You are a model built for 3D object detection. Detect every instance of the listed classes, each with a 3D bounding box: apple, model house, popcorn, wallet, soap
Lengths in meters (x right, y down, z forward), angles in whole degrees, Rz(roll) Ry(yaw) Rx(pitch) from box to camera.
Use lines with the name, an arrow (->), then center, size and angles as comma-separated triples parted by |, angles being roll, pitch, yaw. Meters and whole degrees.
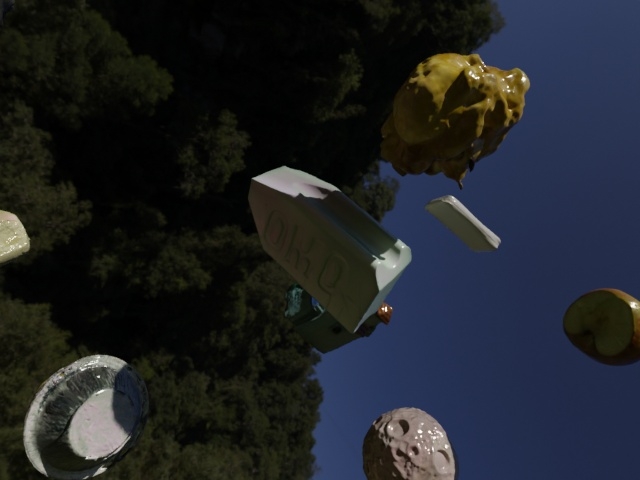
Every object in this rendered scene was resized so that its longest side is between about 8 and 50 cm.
apple -> 0.704, 0.213, 1.095 | 0.173, 0.160, 0.195 | -54, -152, 3
model house -> 0.088, 0.230, 1.654 | 0.330, 0.295, 0.251 | -24, -142, 26
popcorn -> 0.216, -0.214, 0.767 | 0.253, 0.190, 0.191 | -47, -110, -1
wallet -> 0.333, -0.035, 1.050 | 0.033, 0.190, 0.095 | -55, -168, -15
soap -> 0.000, 0.000, 0.934 | 0.347, 0.115, 0.208 | 42, -42, 18

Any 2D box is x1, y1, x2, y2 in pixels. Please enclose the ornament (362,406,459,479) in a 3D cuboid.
ornament -> 0.226, 0.577, 1.184 | 0.259, 0.225, 0.259 | 61, -12, 23

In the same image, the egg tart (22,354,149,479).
egg tart -> -0.432, 0.338, 0.861 | 0.094, 0.234, 0.233 | -1, -96, 42

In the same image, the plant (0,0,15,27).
plant -> -0.423, -0.321, 0.434 | 0.164, 0.142, 0.256 | 46, -8, 45

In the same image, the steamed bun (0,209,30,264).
steamed bun -> -0.750, 0.000, 0.961 | 0.239, 0.170, 0.152 | -10, -76, 32
